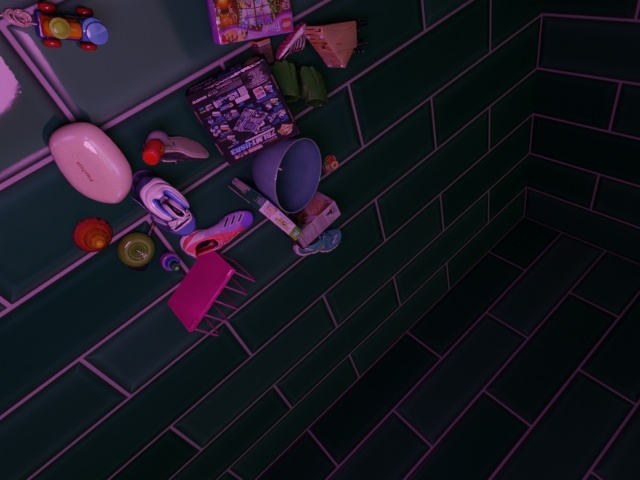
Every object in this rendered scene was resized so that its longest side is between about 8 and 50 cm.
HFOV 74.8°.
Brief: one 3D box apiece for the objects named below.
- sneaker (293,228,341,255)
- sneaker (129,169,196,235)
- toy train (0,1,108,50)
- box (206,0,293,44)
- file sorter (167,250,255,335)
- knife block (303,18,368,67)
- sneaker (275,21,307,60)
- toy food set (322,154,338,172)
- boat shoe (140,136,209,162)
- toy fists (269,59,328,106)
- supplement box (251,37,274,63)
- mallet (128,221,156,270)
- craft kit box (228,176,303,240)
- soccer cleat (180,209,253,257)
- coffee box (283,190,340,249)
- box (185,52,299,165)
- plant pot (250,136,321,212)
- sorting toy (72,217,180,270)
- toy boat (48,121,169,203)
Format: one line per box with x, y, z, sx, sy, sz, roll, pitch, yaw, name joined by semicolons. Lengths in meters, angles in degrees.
0.000;0.000;2.022;0.275;0.107;0.110;-19;158;-34;sneaker
-0.501;-0.088;1.430;0.130;0.236;0.323;-43;136;-13;sneaker
-0.676;-0.538;1.053;0.247;0.143;0.105;-13;123;-37;toy train
-0.229;-0.778;1.378;0.293;0.057;0.201;-27;131;-29;box
-0.434;0.213;1.715;0.291;0.202;0.182;-55;141;-1;file sorter
0.078;-0.802;1.598;0.275;0.088;0.242;31;79;-54;knife block
-0.094;-0.715;1.539;0.170;0.063;0.075;-54;132;-9;sneaker
0.043;-0.352;1.928;0.082;0.020;0.083;-44;137;-13;toy food set
-0.495;-0.305;1.435;0.233;0.084;0.079;-6;153;-48;boat shoe
-0.088;-0.588;1.574;0.279;0.096;0.143;-8;87;-41;toy fists
-0.203;-0.668;1.483;0.055;0.043;0.083;-32;133;-26;supplement box
-0.635;0.026;1.534;0.062;0.039;0.190;27;92;-47;mallet
-0.216;-0.126;1.662;0.061;0.249;0.246;-53;137;-1;craft kit box
-0.390;-0.022;1.664;0.318;0.116;0.109;-27;131;-28;soccer cleat
-0.049;-0.097;1.917;0.246;0.141;0.098;-43;137;-12;coffee box
-0.261;-0.443;1.452;0.295;0.073;0.293;-23;135;8;box
-0.156;-0.273;1.642;0.290;0.195;0.291;-36;137;-44;plant pot
-0.639;0.038;1.432;0.365;0.126;0.127;26;88;-39;sorting toy
-0.615;-0.250;1.264;0.317;0.148;0.268;-13;129;3;toy boat
